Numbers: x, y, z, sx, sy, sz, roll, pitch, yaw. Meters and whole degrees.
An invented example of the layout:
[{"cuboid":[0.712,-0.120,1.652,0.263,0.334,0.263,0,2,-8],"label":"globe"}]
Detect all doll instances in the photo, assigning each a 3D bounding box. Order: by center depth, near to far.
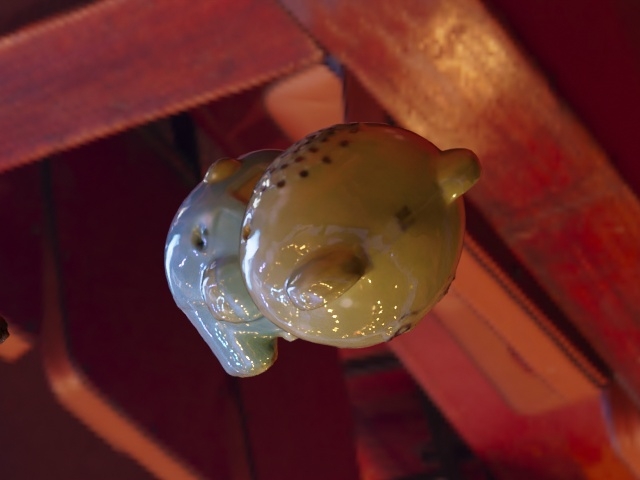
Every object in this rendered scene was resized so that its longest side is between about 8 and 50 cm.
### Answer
[{"cuboid":[0.000,0.000,1.235,0.162,0.177,0.260,59,154,-13],"label":"doll"}]

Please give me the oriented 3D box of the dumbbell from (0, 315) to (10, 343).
[{"cuboid":[-0.235,0.082,0.875,0.081,0.254,0.082,5,105,18],"label":"dumbbell"}]
